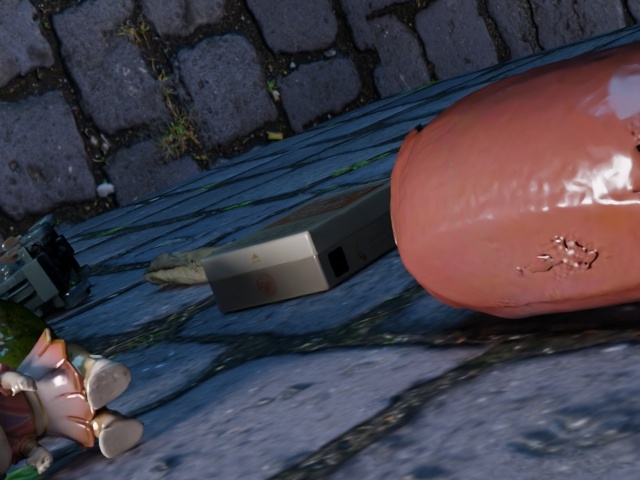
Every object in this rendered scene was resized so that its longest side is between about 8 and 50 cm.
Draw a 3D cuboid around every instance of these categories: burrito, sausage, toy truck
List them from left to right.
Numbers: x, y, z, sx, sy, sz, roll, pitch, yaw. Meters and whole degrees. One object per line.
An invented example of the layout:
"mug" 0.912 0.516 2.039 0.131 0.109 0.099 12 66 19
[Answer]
"toy truck" -0.389 0.052 1.772 0.140 0.108 0.257 -35 12 -3
"burrito" -0.146 0.029 1.529 0.051 0.042 0.171 -30 15 -35
"sausage" 0.151 -0.032 0.798 0.152 0.152 0.280 -26 9 -37

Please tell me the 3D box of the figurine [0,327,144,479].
"figurine" -0.222 0.131 0.866 0.195 0.111 0.102 -21 25 -29

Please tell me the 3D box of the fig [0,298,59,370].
"fig" -0.263 0.121 1.043 0.123 0.123 0.156 -26 -29 -34

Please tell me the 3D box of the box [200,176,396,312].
"box" 0.000 0.000 1.286 0.141 0.058 0.201 -14 9 39
